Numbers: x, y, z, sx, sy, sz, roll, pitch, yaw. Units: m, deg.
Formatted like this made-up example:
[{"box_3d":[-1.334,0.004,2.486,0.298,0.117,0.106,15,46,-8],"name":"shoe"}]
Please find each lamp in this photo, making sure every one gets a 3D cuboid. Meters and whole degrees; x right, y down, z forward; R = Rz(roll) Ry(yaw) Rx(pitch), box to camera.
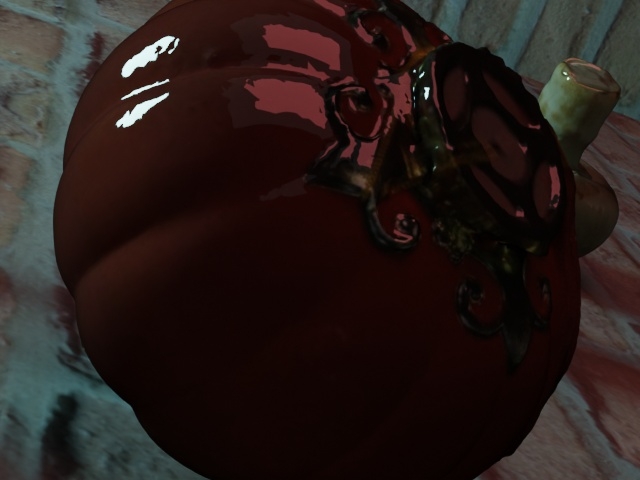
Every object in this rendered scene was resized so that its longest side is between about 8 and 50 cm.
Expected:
[{"box_3d":[0.000,0.000,0.900,0.303,0.257,0.303,33,42,-35],"name":"lamp"}]

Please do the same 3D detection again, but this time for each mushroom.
[{"box_3d":[0.202,-0.079,1.672,0.206,0.209,0.206,-3,23,1],"name":"mushroom"}]
